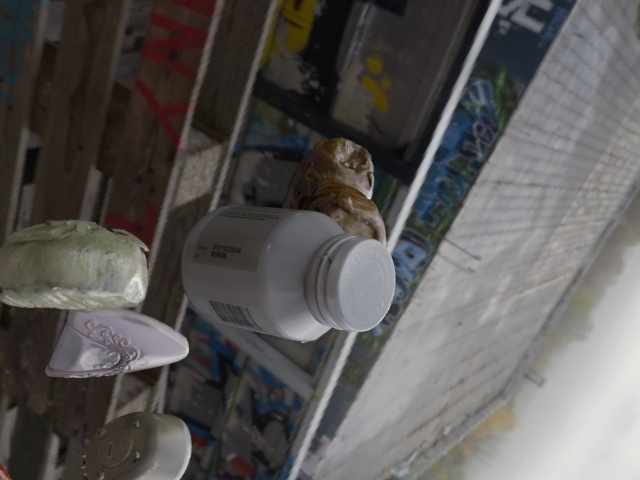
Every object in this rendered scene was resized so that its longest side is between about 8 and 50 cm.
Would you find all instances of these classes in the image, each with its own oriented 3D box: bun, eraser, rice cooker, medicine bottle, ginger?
[{"bbox_3d":[-0.377,0.037,1.242,0.239,0.239,0.141,17,72,-67],"label":"bun"},{"bbox_3d":[-0.356,0.197,1.467,0.244,0.059,0.204,9,135,-27],"label":"eraser"},{"bbox_3d":[-0.325,0.379,1.422,0.206,0.145,0.127,-24,143,23],"label":"rice cooker"},{"bbox_3d":[-0.033,0.034,0.843,0.135,0.215,0.134,-8,101,-48],"label":"medicine bottle"},{"bbox_3d":[0.001,0.006,1.411,0.153,0.357,0.274,19,136,-25],"label":"ginger"}]

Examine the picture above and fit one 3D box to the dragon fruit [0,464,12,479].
[{"bbox_3d":[-0.312,0.198,0.483,0.241,0.253,0.240,-178,-90,-82],"label":"dragon fruit"}]
